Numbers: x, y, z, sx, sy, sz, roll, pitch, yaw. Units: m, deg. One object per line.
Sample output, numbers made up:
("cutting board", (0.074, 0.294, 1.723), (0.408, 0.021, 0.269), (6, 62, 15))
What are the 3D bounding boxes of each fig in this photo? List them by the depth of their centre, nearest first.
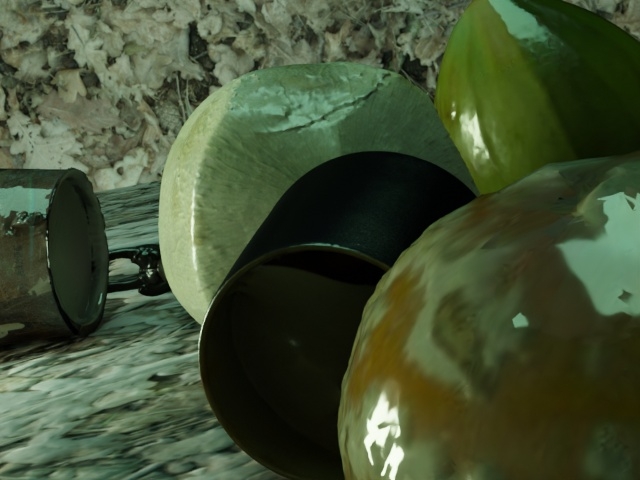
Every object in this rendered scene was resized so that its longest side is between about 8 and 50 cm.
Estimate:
("fig", (0.224, -0.123, 1.190), (0.239, 0.271, 0.239), (-24, 10, 5))

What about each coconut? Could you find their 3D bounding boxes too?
("coconut", (0.002, -0.021, 0.950), (0.245, 0.245, 0.247), (-14, 10, -20))

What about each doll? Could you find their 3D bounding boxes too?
("doll", (-0.157, 0.029, 1.418), (0.165, 0.057, 0.139), (-7, 2, -38))

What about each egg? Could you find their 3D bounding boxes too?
("egg", (0.112, 0.065, 0.372), (0.233, 0.194, 0.195), (-8, 9, 45))

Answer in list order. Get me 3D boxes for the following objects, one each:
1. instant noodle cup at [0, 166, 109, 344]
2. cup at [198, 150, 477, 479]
("instant noodle cup", (-0.340, 0.018, 1.255), (0.207, 0.217, 0.217), (-3, 10, 9))
("cup", (0.055, 0.037, 0.721), (0.239, 0.166, 0.177), (-10, 12, 16))
